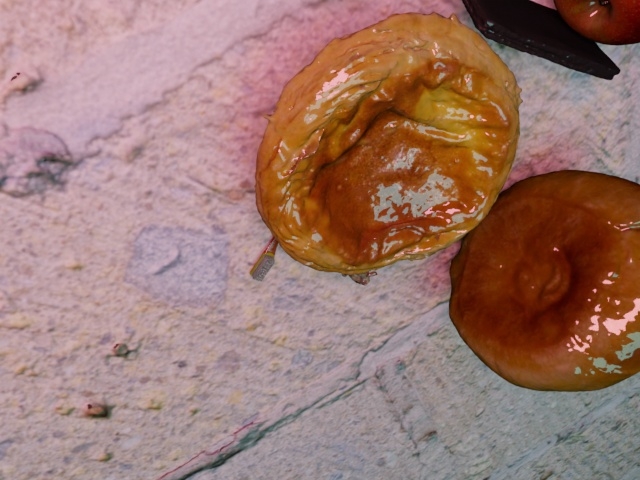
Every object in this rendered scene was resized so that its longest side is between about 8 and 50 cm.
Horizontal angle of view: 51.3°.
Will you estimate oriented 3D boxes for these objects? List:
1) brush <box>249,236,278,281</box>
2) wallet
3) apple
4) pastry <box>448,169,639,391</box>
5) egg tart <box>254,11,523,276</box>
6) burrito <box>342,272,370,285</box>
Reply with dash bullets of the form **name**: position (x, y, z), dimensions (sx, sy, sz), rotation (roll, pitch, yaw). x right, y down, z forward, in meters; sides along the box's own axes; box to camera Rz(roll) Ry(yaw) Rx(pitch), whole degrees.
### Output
- **brush**: position (-0.070, 0.020, 0.919), dimensions (0.019, 0.021, 0.083), rotation (18, 114, -35)
- **wallet**: position (0.257, -0.263, 0.807), dimensions (0.244, 0.124, 0.025), rotation (6, 142, -33)
- **apple**: position (0.377, -0.319, 0.783), dimensions (0.168, 0.181, 0.181), rotation (-42, 135, -14)
- **pastry**: position (0.356, 0.058, 0.982), dimensions (0.356, 0.356, 0.164), rotation (-48, 139, 12)
- **egg tart**: position (0.076, -0.115, 0.803), dimensions (0.352, 0.150, 0.351), rotation (-14, 130, -18)
- **burrito**: position (0.000, -0.002, 0.912), dimensions (0.058, 0.063, 0.229), rotation (-18, 140, 24)
